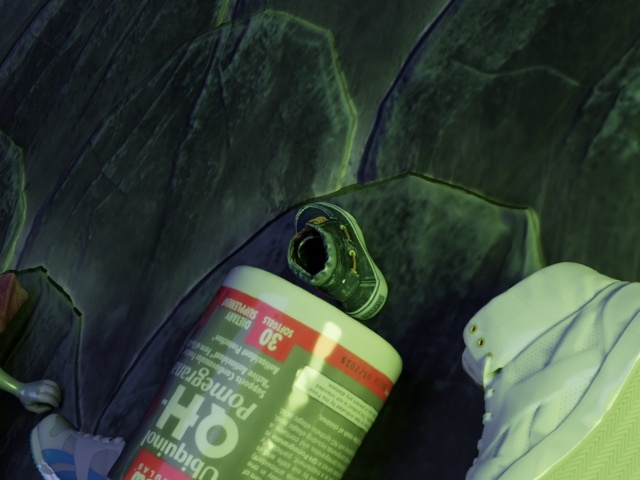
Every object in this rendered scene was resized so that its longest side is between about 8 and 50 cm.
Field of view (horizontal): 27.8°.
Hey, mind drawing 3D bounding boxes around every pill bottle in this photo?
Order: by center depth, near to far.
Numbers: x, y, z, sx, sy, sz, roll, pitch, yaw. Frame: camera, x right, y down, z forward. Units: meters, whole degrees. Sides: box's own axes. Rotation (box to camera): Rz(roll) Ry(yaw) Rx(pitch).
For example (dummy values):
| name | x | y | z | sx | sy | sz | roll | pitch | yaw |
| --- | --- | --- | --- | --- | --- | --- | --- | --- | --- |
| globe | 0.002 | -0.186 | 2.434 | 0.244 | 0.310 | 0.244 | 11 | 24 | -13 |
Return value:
| name | x | y | z | sx | sy | sz | roll | pitch | yaw |
| --- | --- | --- | --- | --- | --- | --- | --- | --- | --- |
| pill bottle | -0.078 | 0.196 | 1.100 | 0.176 | 0.176 | 0.318 | 16 | 73 | 53 |

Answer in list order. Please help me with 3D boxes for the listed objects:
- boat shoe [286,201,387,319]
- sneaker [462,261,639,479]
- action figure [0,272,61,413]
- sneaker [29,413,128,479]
| name | x | y | z | sx | sy | sz | roll | pitch | yaw |
| --- | --- | --- | --- | --- | --- | --- | --- | --- | --- |
| boat shoe | 0.000 | 0.000 | 1.258 | 0.065 | 0.083 | 0.183 | -48 | 35 | 9 |
| sneaker | 0.149 | 0.145 | 0.958 | 0.292 | 0.108 | 0.169 | -49 | 33 | -10 |
| action figure | -0.481 | 0.134 | 1.563 | 0.248 | 0.276 | 0.370 | -36 | 25 | 14 |
| sneaker | -0.222 | 0.239 | 1.325 | 0.092 | 0.087 | 0.228 | -48 | 42 | -3 |
